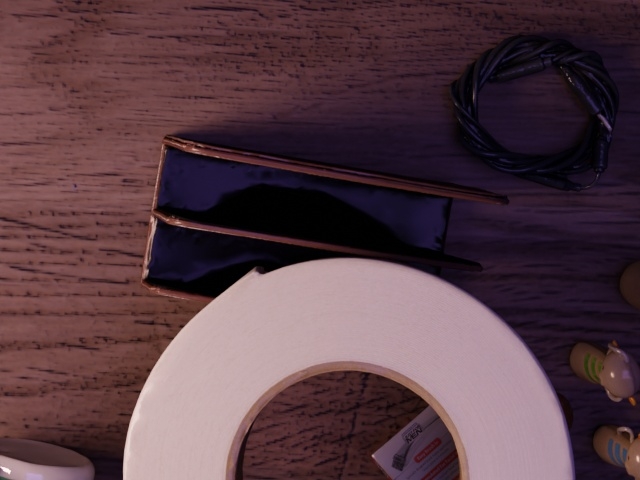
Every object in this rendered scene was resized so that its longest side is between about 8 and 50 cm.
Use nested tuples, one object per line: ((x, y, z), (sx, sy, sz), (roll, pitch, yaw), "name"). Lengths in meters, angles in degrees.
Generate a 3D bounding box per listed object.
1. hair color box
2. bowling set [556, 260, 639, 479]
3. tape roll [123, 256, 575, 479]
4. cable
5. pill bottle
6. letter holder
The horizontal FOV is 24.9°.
((0.140, 0.251, 1.451), (0.093, 0.053, 0.167), (-40, 77, -7), "hair color box")
((0.320, 0.178, 1.465), (0.200, 0.154, 0.287), (-24, 98, -10), "bowling set")
((0.024, 0.204, 1.256), (0.392, 0.072, 0.392), (0, 91, 3), "tape roll")
((0.220, -0.136, 1.476), (0.184, 0.047, 0.151), (17, 90, -12), "cable")
((-0.288, 0.300, 1.362), (0.117, 0.117, 0.208), (12, 92, -13), "pill bottle")
((0.000, 0.000, 1.353), (0.301, 0.214, 0.152), (9, 92, -13), "letter holder")
